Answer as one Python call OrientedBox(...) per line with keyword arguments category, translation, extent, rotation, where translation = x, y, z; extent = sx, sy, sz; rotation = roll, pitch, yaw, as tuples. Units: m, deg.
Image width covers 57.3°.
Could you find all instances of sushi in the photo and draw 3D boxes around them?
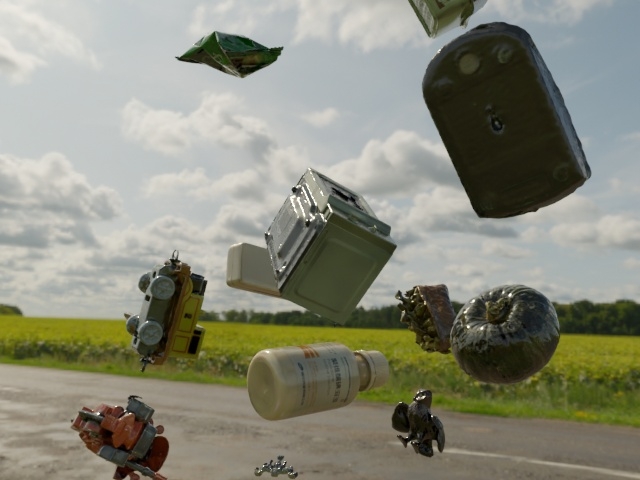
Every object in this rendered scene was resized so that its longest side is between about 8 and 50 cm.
OrientedBox(category="sushi", translation=(0.309, 0.220, 1.707), extent=(0.179, 0.296, 0.166), rotation=(-4, -46, 1))

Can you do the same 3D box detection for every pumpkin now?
OrientedBox(category="pumpkin", translation=(0.370, 0.186, 1.188), extent=(0.224, 0.223, 0.157), rotation=(-6, -52, 45))

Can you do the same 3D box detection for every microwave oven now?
OrientedBox(category="microwave oven", translation=(0.000, 0.000, 1.528), extent=(0.219, 0.286, 0.355), rotation=(28, 17, -22))

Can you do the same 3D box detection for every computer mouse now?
OrientedBox(category="computer mouse", translation=(0.261, -0.168, 0.841), extent=(0.170, 0.269, 0.100), rotation=(-22, -1, 33))

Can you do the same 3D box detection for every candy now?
OrientedBox(category="candy", translation=(-0.181, -0.373, 1.171), extent=(0.141, 0.078, 0.203), rotation=(16, -7, -40))

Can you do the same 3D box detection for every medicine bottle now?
OrientedBox(category="medicine bottle", translation=(0.007, 0.231, 0.993), extent=(0.252, 0.114, 0.114), rotation=(3, -6, -38))

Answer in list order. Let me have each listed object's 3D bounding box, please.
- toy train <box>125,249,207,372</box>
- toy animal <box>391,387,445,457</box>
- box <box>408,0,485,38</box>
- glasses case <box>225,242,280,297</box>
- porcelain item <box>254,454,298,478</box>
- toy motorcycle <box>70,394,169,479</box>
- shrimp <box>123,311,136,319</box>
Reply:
OrientedBox(category="toy train", translation=(-0.262, 0.128, 1.036), extent=(0.127, 0.219, 0.089), rotation=(18, -7, -34))
OrientedBox(category="toy animal", translation=(0.299, 0.532, 1.722), extent=(0.116, 0.179, 0.218), rotation=(31, -15, -29))
OrientedBox(category="box", translation=(0.286, -0.659, 1.431), extent=(0.166, 0.290, 0.220), rotation=(-28, 0, 7))
OrientedBox(category="glasses case", translation=(-0.157, 0.111, 1.942), extent=(0.076, 0.143, 0.336), rotation=(-17, -26, 42))
OrientedBox(category="porcelain item", translation=(-0.126, 0.670, 1.745), extent=(0.136, 0.021, 0.075), rotation=(-3, 31, 18))
OrientedBox(category="toy motorcycle", translation=(-0.412, 0.415, 1.224), extent=(0.221, 0.147, 0.326), rotation=(31, -29, -13))
OrientedBox(category="shrimp", translation=(-0.350, 0.179, 1.242), extent=(0.163, 0.045, 0.095), rotation=(14, -34, 29))
